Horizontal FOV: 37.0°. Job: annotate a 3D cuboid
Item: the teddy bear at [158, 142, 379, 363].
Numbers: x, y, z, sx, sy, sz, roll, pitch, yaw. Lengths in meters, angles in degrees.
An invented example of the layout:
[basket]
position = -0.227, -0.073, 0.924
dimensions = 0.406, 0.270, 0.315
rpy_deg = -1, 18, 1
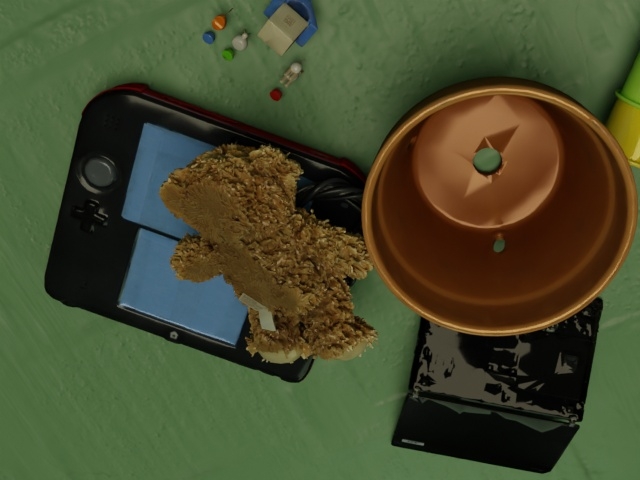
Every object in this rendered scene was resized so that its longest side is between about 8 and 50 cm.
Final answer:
[teddy bear]
position = -0.053, 0.022, 1.130
dimensions = 0.245, 0.113, 0.338
rpy_deg = -20, 120, 40

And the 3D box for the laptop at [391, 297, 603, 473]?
[laptop]
position = 0.237, 0.186, 1.320
dimensions = 0.234, 0.136, 0.264
rpy_deg = 10, 89, 1

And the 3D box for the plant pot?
[plant pot]
position = 0.200, -0.063, 1.110
dimensions = 0.291, 0.203, 0.290
rpy_deg = 3, 114, 6

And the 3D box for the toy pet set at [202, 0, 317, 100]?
[toy pet set]
position = -0.060, -0.249, 1.149
dimensions = 0.122, 0.065, 0.114
rpy_deg = 40, 147, -8

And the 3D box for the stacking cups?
[stacking cups]
position = 0.417, -0.234, 1.072
dimensions = 0.096, 0.096, 0.316
rpy_deg = 20, 113, -3

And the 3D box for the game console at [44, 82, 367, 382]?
[game console]
position = -0.150, -0.002, 1.256
dimensions = 0.387, 0.060, 0.342
rpy_deg = 20, 114, -2

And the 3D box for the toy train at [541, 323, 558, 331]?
[toy train]
position = 0.291, 0.040, 1.227
dimensions = 0.036, 0.027, 0.158
rpy_deg = 4, 102, 13

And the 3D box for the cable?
[cable]
position = 0.000, 0.000, 1.185
dimensions = 0.184, 0.047, 0.150
rpy_deg = -31, 109, 20
